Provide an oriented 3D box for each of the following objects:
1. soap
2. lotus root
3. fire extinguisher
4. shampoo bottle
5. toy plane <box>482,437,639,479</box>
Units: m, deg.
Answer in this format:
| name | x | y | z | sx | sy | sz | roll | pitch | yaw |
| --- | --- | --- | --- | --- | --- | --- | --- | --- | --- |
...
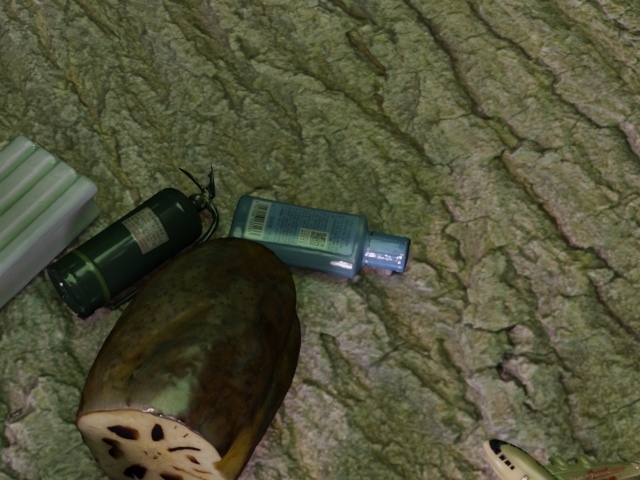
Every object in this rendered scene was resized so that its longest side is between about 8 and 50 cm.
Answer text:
| name | x | y | z | sx | sy | sz | roll | pitch | yaw |
| --- | --- | --- | --- | --- | --- | --- | --- | --- | --- |
| soap | -0.462 | -0.013 | 1.909 | 0.160 | 0.087 | 0.265 | 31 | 59 | 19 |
| lotus root | -0.153 | 0.146 | 1.731 | 0.250 | 0.250 | 0.346 | 21 | 52 | 12 |
| fire extinguisher | -0.247 | -0.004 | 1.912 | 0.294 | 0.093 | 0.118 | -36 | 89 | -24 |
| shampoo bottle | 0.000 | 0.000 | 1.932 | 0.258 | 0.061 | 0.104 | 10 | 55 | 5 |
| toy plane | 0.301 | 0.338 | 1.689 | 0.244 | 0.092 | 0.229 | 37 | 64 | 22 |
